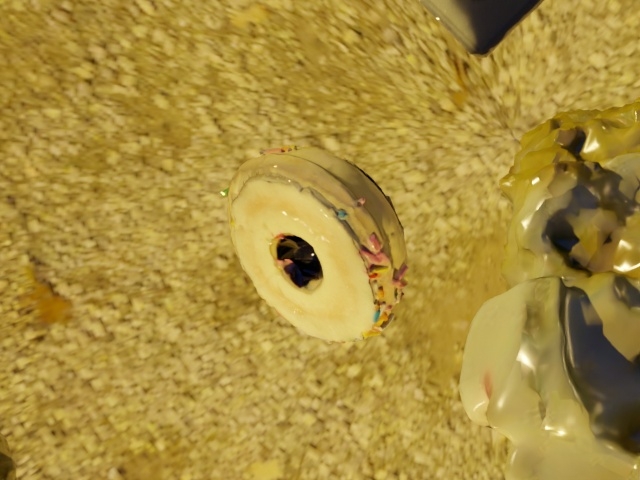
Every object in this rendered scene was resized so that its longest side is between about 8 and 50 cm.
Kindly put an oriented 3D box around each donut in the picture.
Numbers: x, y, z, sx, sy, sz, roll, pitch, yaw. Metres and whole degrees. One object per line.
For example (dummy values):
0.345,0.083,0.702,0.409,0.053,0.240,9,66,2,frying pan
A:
0.000,0.000,1.070,0.174,0.174,0.068,49,56,2,donut

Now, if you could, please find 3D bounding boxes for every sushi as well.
0.212,0.114,0.764,0.240,0.351,0.396,0,65,13,sushi

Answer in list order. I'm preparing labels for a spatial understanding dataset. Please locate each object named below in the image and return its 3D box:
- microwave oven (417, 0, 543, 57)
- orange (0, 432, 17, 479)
0.042,-0.399,1.117,0.432,0.374,0.236,41,100,-17,microwave oven
-0.303,0.220,0.732,0.369,0.271,0.210,-29,82,44,orange
